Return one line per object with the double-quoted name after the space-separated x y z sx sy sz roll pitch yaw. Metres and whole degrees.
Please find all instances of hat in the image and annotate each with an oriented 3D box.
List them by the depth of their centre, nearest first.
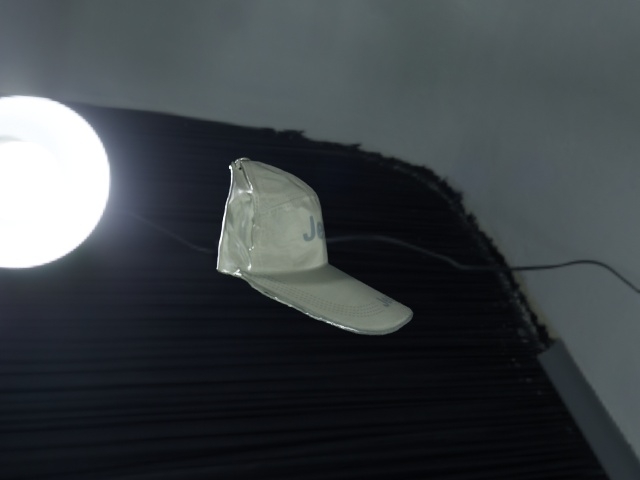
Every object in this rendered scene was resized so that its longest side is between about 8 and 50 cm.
0.000 0.000 0.877 0.214 0.245 0.149 -34 -43 -78 "hat"
